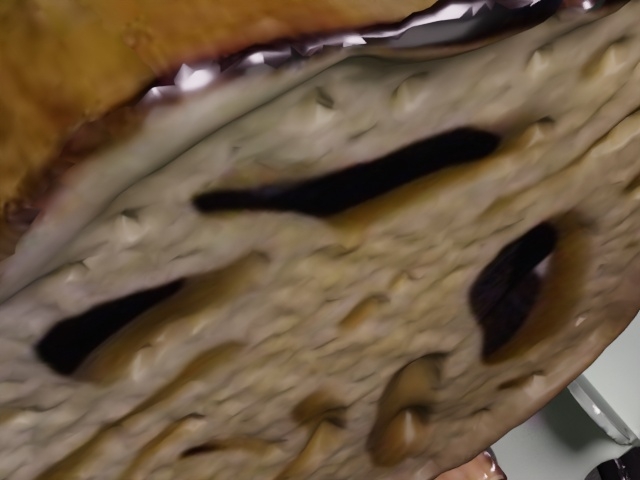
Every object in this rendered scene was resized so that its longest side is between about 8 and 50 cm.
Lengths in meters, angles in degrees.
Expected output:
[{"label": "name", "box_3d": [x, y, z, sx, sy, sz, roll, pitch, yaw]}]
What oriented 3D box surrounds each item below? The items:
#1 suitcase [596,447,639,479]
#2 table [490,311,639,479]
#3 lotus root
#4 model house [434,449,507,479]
[{"label": "suitcase", "box_3d": [0.384, 0.151, 1.225, 0.339, 0.345, 0.188, -31, 157, 31]}, {"label": "table", "box_3d": [0.127, 0.052, 0.922, 0.166, 0.198, 0.166, -31, 155, -16]}, {"label": "lotus root", "box_3d": [0.000, 0.000, 0.596, 0.375, 0.111, 0.390, -33, 151, 13]}, {"label": "model house", "box_3d": [-0.012, 0.135, 0.893, 0.172, 0.183, 0.166, -34, 154, -16]}]
